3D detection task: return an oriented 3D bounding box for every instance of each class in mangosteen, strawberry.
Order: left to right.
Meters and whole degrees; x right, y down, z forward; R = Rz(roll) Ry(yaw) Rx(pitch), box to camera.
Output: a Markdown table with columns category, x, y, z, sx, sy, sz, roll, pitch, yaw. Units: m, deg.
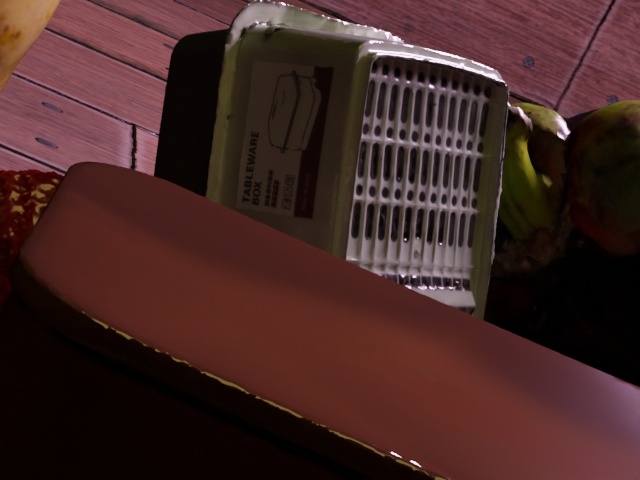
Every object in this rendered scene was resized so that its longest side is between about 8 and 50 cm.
| category | x | y | z | sx | sy | sz | roll | pitch | yaw |
| --- | --- | --- | --- | --- | --- | --- | --- | --- | --- |
| strawberry | -0.193 | 0.014 | 1.206 | 0.148 | 0.131 | 0.131 | 0 | 17 | -4 |
| mangosteen | 0.219 | 0.033 | 1.429 | 0.306 | 0.306 | 0.359 | 37 | 0 | 37 |

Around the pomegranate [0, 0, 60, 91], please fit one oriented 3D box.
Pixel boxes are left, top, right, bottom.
| category | x | y | z | sx | sy | sz | roll | pitch | yaw |
| --- | --- | --- | --- | --- | --- | --- | --- | --- | --- |
| pomegranate | -0.349 | -0.216 | 1.388 | 0.342 | 0.342 | 0.342 | 24 | 14 | -6 |

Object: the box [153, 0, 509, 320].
| category | x | y | z | sx | sy | sz | roll | pitch | yaw |
| --- | --- | --- | --- | --- | --- | --- | --- | --- | --- |
| box | 0.000 | 0.000 | 1.248 | 0.166 | 0.290 | 0.220 | 8 | 2 | 36 |

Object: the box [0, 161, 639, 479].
| category | x | y | z | sx | sy | sz | roll | pitch | yaw |
| --- | --- | --- | --- | --- | --- | --- | --- | --- | --- |
| box | -0.001 | 0.149 | 0.802 | 0.339 | 0.229 | 0.239 | 25 | 14 | -6 |
